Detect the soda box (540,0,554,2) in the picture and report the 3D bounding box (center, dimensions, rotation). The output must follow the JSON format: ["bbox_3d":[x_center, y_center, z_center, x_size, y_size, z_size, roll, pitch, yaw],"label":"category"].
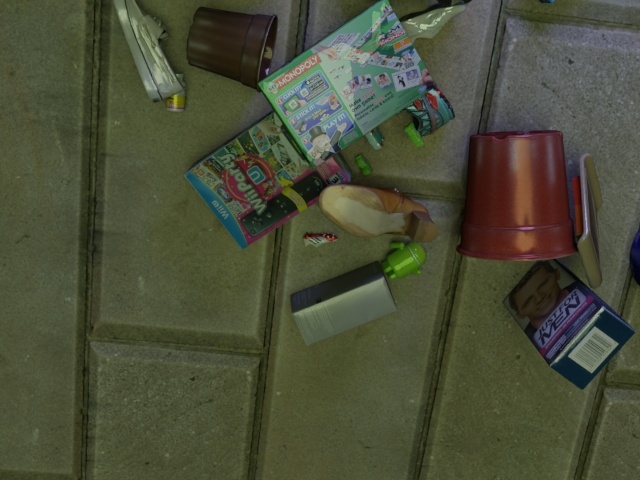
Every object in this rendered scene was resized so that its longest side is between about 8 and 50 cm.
[{"bbox_3d":[0.552,-0.609,1.628,0.210,0.071,0.067,-41,106,10],"label":"soda box"}]

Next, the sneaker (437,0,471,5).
[{"bbox_3d":[0.190,-0.586,1.606,0.330,0.146,0.123,19,134,14],"label":"sneaker"}]

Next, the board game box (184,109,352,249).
[{"bbox_3d":[-0.115,-0.153,1.702,0.303,0.097,0.224,-32,107,18],"label":"board game box"}]

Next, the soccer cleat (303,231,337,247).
[{"bbox_3d":[0.000,0.000,1.817,0.083,0.029,0.036,0,116,0],"label":"soccer cleat"}]

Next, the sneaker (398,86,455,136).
[{"bbox_3d":[0.182,-0.338,1.679,0.125,0.104,0.262,-40,105,11],"label":"sneaker"}]

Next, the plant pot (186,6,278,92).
[{"bbox_3d":[-0.190,-0.418,1.611,0.165,0.167,0.167,15,106,1],"label":"plant pot"}]

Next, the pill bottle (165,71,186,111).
[{"bbox_3d":[-0.322,-0.331,1.684,0.043,0.043,0.083,4,107,-4],"label":"pill bottle"}]

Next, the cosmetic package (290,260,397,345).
[{"bbox_3d":[0.055,0.149,1.815,0.237,0.127,0.107,-25,107,3],"label":"cosmetic package"}]

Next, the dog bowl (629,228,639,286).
[{"bbox_3d":[0.902,0.044,1.838,0.264,0.104,0.265,-1,108,-3],"label":"dog bowl"}]

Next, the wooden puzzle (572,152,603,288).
[{"bbox_3d":[0.604,-0.042,1.708,0.044,0.239,0.221,-3,148,27],"label":"wooden puzzle"}]

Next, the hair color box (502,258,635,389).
[{"bbox_3d":[0.555,0.173,1.732,0.105,0.347,0.174,35,102,-13],"label":"hair color box"}]

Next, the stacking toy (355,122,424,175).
[{"bbox_3d":[0.102,-0.260,1.689,0.167,0.052,0.221,-28,110,35],"label":"stacking toy"}]

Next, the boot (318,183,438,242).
[{"bbox_3d":[0.110,-0.078,1.696,0.295,0.211,0.104,16,105,-19],"label":"boot"}]

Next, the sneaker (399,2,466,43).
[{"bbox_3d":[0.250,-0.484,1.667,0.152,0.054,0.061,-18,117,9],"label":"sneaker"}]

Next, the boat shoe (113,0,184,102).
[{"bbox_3d":[-0.367,-0.434,1.611,0.088,0.096,0.268,-19,94,-2],"label":"boat shoe"}]

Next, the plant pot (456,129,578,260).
[{"bbox_3d":[0.439,-0.110,1.697,0.272,0.272,0.265,-4,99,-2],"label":"plant pot"}]

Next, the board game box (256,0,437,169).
[{"bbox_3d":[0.056,-0.325,1.575,0.317,0.046,0.214,-34,106,0],"label":"board game box"}]

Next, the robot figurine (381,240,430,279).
[{"bbox_3d":[0.205,0.047,1.820,0.115,0.067,0.101,-33,112,7],"label":"robot figurine"}]
